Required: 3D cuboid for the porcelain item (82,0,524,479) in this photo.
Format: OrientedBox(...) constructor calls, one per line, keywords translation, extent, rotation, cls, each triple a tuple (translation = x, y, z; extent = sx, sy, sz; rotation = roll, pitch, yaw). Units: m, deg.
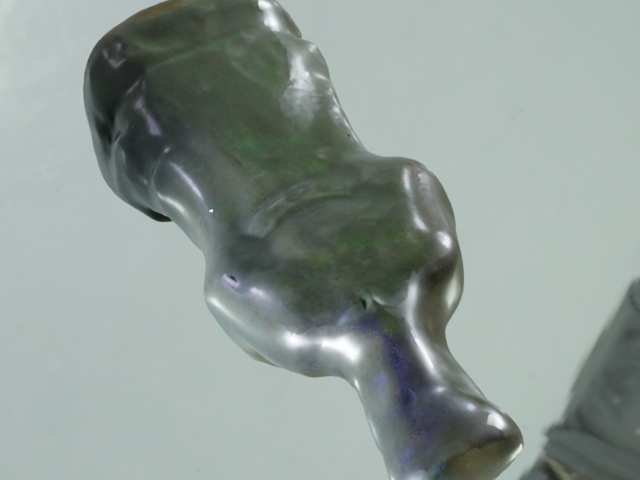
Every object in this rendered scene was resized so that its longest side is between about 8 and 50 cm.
OrientedBox(translation=(0.000, 0.000, 0.452), extent=(0.081, 0.216, 0.069), rotation=(-20, 129, -16), cls="porcelain item")
